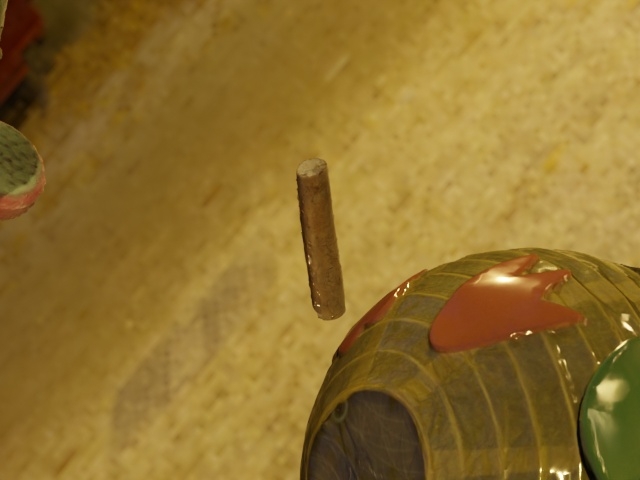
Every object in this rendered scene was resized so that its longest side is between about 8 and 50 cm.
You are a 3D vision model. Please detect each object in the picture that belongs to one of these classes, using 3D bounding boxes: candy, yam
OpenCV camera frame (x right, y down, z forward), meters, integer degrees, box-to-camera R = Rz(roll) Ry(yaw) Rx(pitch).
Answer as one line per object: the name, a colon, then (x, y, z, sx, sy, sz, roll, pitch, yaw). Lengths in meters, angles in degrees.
candy: (-0.299, -0.064, 1.754, 0.043, 0.103, 0.103, -44, 15, 39)
yam: (0.000, 0.000, 1.559, 0.032, 0.145, 0.032, -4, 36, 3)

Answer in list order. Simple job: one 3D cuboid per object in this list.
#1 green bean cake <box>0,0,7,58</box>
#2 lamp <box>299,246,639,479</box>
green bean cake: (-0.385, -0.184, 1.259, 0.308, 0.300, 0.169, -48, -15, -50)
lamp: (0.130, 0.129, 1.014, 0.250, 0.284, 0.250, -17, 69, 52)
